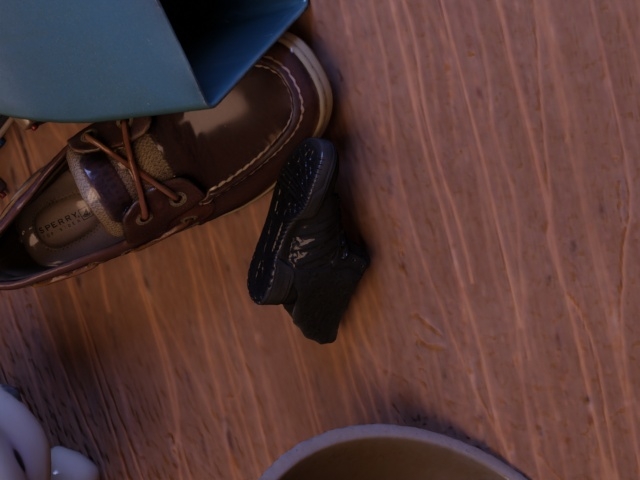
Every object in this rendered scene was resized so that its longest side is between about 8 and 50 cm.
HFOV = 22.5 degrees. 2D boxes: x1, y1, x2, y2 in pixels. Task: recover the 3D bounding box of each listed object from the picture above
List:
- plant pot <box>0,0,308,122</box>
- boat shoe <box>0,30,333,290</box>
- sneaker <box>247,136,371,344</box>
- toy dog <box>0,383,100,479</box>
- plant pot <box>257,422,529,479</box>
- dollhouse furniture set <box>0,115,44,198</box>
[{"bbox_3d":[-0.166,-0.183,1.164,0.234,0.165,0.166,-9,118,34],"label":"plant pot"},{"bbox_3d":[-0.140,-0.047,1.241,0.342,0.123,0.123,-24,100,32],"label":"boat shoe"},{"bbox_3d":[0.001,0.001,1.228,0.051,0.089,0.170,52,127,48],"label":"sneaker"},{"bbox_3d":[-0.368,0.261,1.346,0.284,0.395,0.408,46,133,11],"label":"toy dog"},{"bbox_3d":[0.026,0.364,1.255,0.334,0.334,0.305,39,134,6],"label":"plant pot"},{"bbox_3d":[-0.316,-0.085,1.274,0.129,0.183,0.129,45,124,2],"label":"dollhouse furniture set"}]
